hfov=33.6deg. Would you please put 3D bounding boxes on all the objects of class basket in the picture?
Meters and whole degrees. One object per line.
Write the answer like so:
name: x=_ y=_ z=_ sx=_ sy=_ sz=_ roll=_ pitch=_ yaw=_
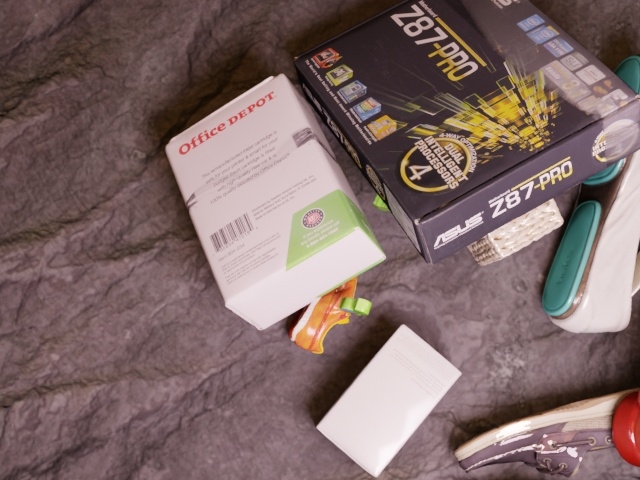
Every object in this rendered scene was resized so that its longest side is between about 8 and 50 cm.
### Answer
basket: x=0.249 y=-0.036 z=1.448 sx=0.113 sy=0.167 sz=0.103 roll=-30 pitch=88 yaw=-5

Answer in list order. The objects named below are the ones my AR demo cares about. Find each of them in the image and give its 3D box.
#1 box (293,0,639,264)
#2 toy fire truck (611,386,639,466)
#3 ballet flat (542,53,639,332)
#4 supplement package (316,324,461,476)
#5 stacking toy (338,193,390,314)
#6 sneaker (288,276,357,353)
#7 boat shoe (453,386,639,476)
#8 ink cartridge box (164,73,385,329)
box: x=0.183 y=-0.185 z=1.409 sx=0.318 sy=0.097 sz=0.395 roll=-27 pitch=46 yaw=-5
toy fire truck: x=0.538 y=0.214 z=1.377 sx=0.302 sy=0.169 sz=0.254 roll=41 pitch=65 yaw=-21
ballet flat: x=0.423 y=-0.057 z=1.481 sx=0.139 sy=0.139 sz=0.400 roll=18 pitch=84 yaw=3
supplement package: x=0.089 y=0.217 z=1.429 sx=0.105 sy=0.105 sz=0.179 roll=40 pitch=81 yaw=6
stacking toy: x=0.000 y=0.000 z=1.448 sx=0.221 sy=0.052 sz=0.167 roll=14 pitch=76 yaw=32
sneaker: x=0.022 y=0.077 z=1.484 sx=0.067 sy=0.064 sz=0.175 roll=32 pitch=88 yaw=-11
boat shoe: x=0.323 y=0.271 z=1.424 sx=0.285 sy=0.103 sz=0.092 roll=-15 pitch=75 yaw=-9
ink cartridge box: x=-0.065 y=-0.053 z=1.407 sx=0.198 sy=0.115 sz=0.272 roll=-30 pitch=59 yaw=10
